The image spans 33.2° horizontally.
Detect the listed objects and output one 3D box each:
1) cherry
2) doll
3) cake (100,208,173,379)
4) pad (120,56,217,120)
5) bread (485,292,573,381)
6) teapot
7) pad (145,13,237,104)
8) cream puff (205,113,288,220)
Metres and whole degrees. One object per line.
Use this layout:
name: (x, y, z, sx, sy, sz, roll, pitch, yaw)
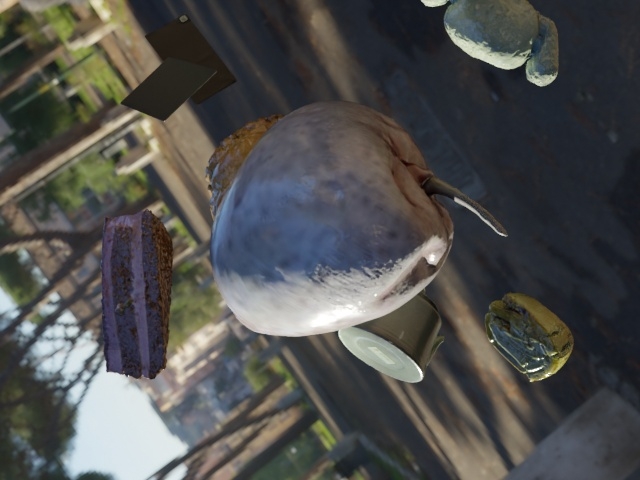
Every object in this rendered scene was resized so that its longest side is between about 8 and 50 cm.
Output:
cherry: (0.012, -0.015, 1.398, 0.291, 0.335, 0.326, 48, 174, -25)
doll: (0.231, -0.287, 1.424, 0.214, 0.103, 0.071, 34, -172, 3)
cake: (-0.321, 0.096, 1.898, 0.113, 0.116, 0.295, 18, -108, -78)
pad: (-0.291, -0.290, 2.040, 0.211, 0.143, 0.003, 27, 159, 53)
bread: (0.341, 0.157, 1.785, 0.156, 0.064, 0.117, 39, 131, 24)
teapot: (0.130, 0.128, 1.801, 0.162, 0.149, 0.239, 7, 146, 50)
pad: (-0.280, -0.395, 2.333, 0.193, 0.116, 0.004, 54, 155, 4)
cream puff: (-0.081, -0.118, 2.324, 0.343, 0.327, 0.231, 21, -144, -23)
